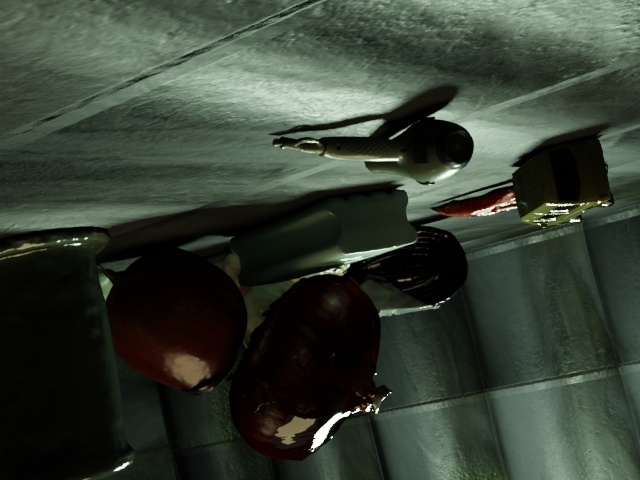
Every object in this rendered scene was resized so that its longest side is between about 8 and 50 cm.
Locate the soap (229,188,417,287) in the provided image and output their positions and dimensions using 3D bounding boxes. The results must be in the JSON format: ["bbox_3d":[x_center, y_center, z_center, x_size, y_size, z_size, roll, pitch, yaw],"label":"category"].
[{"bbox_3d":[0.000,0.000,1.595,0.159,0.088,0.265,-10,174,-39],"label":"soap"}]

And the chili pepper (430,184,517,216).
[{"bbox_3d":[0.318,-0.074,1.847,0.268,0.050,0.059,-15,-170,28],"label":"chili pepper"}]

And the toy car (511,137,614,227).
[{"bbox_3d":[0.354,-0.080,1.600,0.124,0.101,0.257,-9,173,-4],"label":"toy car"}]

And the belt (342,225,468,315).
[{"bbox_3d":[0.171,0.066,2.255,0.289,0.184,0.164,-9,180,6],"label":"belt"}]

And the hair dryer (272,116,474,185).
[{"bbox_3d":[0.038,-0.085,1.052,0.199,0.067,0.167,-2,178,-12],"label":"hair dryer"}]

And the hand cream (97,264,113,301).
[{"bbox_3d":[-0.364,0.074,1.679,0.086,0.055,0.235,-16,168,0],"label":"hand cream"}]

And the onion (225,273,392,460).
[{"bbox_3d":[-0.010,0.205,1.630,0.232,0.314,0.314,29,-170,19],"label":"onion"}]

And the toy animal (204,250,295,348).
[{"bbox_3d":[-0.187,0.110,1.857,0.308,0.188,0.266,-14,-175,-39],"label":"toy animal"}]

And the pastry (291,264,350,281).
[{"bbox_3d":[-0.016,0.038,1.988,0.153,0.081,0.153,-11,179,0],"label":"pastry"}]

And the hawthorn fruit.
[{"bbox_3d":[-0.230,0.109,1.581,0.249,0.215,0.215,30,151,-28],"label":"hawthorn fruit"}]

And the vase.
[{"bbox_3d":[-0.336,0.150,1.253,0.245,0.291,0.245,-14,173,-2],"label":"vase"}]
